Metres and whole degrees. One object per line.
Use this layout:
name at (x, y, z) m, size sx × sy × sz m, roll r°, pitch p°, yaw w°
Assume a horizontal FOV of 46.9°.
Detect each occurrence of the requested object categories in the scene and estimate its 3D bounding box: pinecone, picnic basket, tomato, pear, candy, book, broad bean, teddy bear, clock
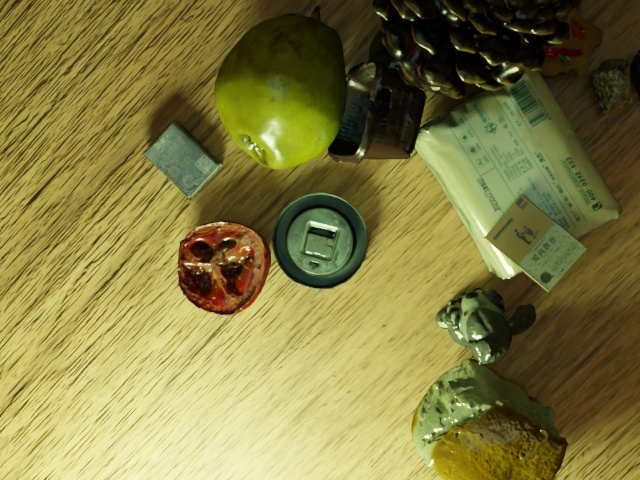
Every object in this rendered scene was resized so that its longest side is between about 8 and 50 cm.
pinecone at (0.277, -0.467, 1.421) m, size 0.397 × 0.398 × 0.398 m, roll 0°, pitch 94°, yaw 5°
picnic basket at (0.121, -0.264, 1.583) m, size 0.129 × 0.297 × 0.222 m, roll 11°, pitch 95°, yaw -14°
tomato at (-0.218, 0.058, 1.716) m, size 0.228 × 0.101 × 0.228 m, roll -1°, pitch 86°, yaw 9°
pear at (-0.073, -0.342, 1.595) m, size 0.287 × 0.287 × 0.375 m, roll 22°, pitch 82°, yaw 4°
candy at (0.638, -0.338, 1.610) m, size 0.085 × 0.095 × 0.110 m, roll -7°, pitch 107°, yaw 47°
book at (0.433, 0.006, 1.486) m, size 0.172 × 0.012 × 0.118 m, roll 39°, pitch 98°, yaw 0°
broad bean at (0.213, -0.432, 1.655) m, size 0.206 × 0.072 × 0.153 m, roll 6°, pitch 89°, yaw 5°
teddy bear at (0.367, 0.166, 1.609) m, size 0.171 × 0.251 × 0.144 m, roll -24°, pitch 93°, yaw -8°
clock at (0.000, 0.000, 1.716) m, size 0.226 × 0.049 × 0.226 m, roll 0°, pitch 94°, yaw 6°

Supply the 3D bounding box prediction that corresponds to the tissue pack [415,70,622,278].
tissue pack at (0.409, -0.146, 1.587) m, size 0.297 × 0.207 × 0.380 m, roll -30°, pitch 91°, yaw 4°

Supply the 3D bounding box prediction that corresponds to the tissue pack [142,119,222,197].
tissue pack at (-0.323, -0.191, 1.732) m, size 0.156 × 0.051 × 0.112 m, roll 44°, pitch 94°, yaw 2°

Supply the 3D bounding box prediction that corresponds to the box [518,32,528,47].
box at (0.394, -0.460, 1.652) m, size 0.084 × 0.040 × 0.154 m, roll -45°, pitch 88°, yaw 5°

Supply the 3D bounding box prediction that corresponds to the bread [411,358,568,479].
bread at (0.359, 0.420, 1.617) m, size 0.279 × 0.225 × 0.250 m, roll 34°, pitch 102°, yaw -7°

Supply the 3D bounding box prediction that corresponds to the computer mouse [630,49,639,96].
computer mouse at (0.740, -0.343, 1.618) m, size 0.099 × 0.057 × 0.172 m, roll -34°, pitch 89°, yaw -7°

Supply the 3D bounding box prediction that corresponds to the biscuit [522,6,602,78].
biscuit at (0.507, -0.461, 1.593) m, size 0.212 × 0.041 × 0.239 m, roll -35°, pitch 95°, yaw -21°
